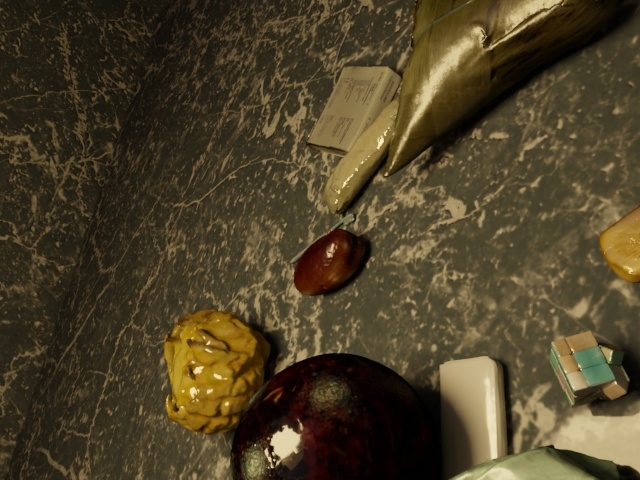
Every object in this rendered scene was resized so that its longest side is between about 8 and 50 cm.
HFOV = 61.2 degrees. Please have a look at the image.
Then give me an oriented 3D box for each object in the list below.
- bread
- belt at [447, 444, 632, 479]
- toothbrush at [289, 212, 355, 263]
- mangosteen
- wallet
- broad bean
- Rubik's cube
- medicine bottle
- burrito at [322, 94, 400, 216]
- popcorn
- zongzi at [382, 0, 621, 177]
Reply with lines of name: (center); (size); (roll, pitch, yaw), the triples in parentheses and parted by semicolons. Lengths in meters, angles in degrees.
bread: (0.379, -0.001, 0.607); (0.115, 0.056, 0.082); (-43, 41, 16)
belt: (0.227, 0.331, 0.515); (0.207, 0.150, 0.257); (-12, 61, 37)
toothbrush: (0.000, 0.000, 1.107); (0.193, 0.013, 0.019); (-36, 53, 32)
mangosteen: (0.025, 0.288, 0.682); (0.288, 0.288, 0.288); (-28, 49, 38)
wallet: (0.197, 0.247, 0.701); (0.095, 0.033, 0.190); (-24, 50, 43)
broad bean: (0.009, 0.041, 1.018); (0.165, 0.084, 0.114); (-31, 31, 45)
Rubik's cube: (0.303, 0.142, 0.603); (0.073, 0.084, 0.075); (-20, 67, 10)
medicine bottle: (0.066, -0.276, 1.160); (0.171, 0.052, 0.201); (23, 87, 54)
burrito: (0.096, -0.168, 1.052); (0.275, 0.059, 0.082); (-50, 47, 16)
popcorn: (-0.207, 0.253, 1.065); (0.250, 0.190, 0.250); (-20, 59, 37)
zongzi: (0.252, -0.257, 0.828); (0.323, 0.160, 0.360); (10, 77, 54)
